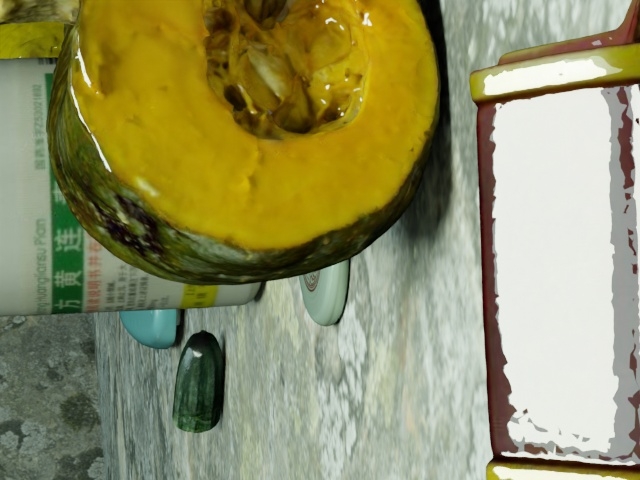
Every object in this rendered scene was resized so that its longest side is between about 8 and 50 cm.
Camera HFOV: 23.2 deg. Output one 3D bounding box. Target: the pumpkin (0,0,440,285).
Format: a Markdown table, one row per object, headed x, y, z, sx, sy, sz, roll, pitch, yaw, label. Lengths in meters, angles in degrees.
| x | y | z | sx | sy | sz | roll | pitch | yaw | label |
| --- | --- | --- | --- | --- | --- | --- | --- | --- | --- |
| -0.062 | -0.136 | 0.768 | 0.139 | 0.221 | 0.317 | 157 | 111 | -78 | pumpkin |

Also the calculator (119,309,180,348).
| x | y | z | sx | sy | sz | roll | pitch | yaw | label |
| --- | --- | --- | --- | --- | --- | --- | --- | --- | --- |
| -0.213 | 0.007 | 1.938 | 0.386 | 0.054 | 0.256 | -178 | 86 | -75 | calculator |

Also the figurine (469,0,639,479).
| x | y | z | sx | sy | sz | roll | pitch | yaw | label |
| --- | --- | --- | --- | --- | --- | --- | --- | --- | --- |
| 0.096 | -0.004 | 0.405 | 0.098 | 0.082 | 0.154 | 179 | 90 | -65 | figurine |

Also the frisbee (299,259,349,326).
| x | y | z | sx | sy | sz | roll | pitch | yaw | label |
| --- | --- | --- | --- | --- | --- | --- | --- | --- | --- |
| 0.000 | 0.000 | 0.993 | 0.110 | 0.014 | 0.110 | 179 | 90 | -78 | frisbee |

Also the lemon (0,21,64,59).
| x | y | z | sx | sy | sz | roll | pitch | yaw | label |
| --- | --- | --- | --- | --- | --- | --- | --- | --- | --- |
| -0.267 | -0.146 | 1.702 | 0.320 | 0.245 | 0.245 | -146 | 55 | -68 | lemon |

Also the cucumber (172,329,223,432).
| x | y | z | sx | sy | sz | roll | pitch | yaw | label |
| --- | --- | --- | --- | --- | --- | --- | --- | --- | --- |
| -0.114 | 0.132 | 1.493 | 0.048 | 0.048 | 0.105 | -107 | 21 | -52 | cucumber |

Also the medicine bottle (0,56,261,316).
| x | y | z | sx | sy | sz | roll | pitch | yaw | label |
| --- | --- | --- | --- | --- | --- | --- | --- | --- | --- |
| -0.221 | -0.043 | 1.256 | 0.208 | 0.339 | 0.208 | 177 | 90 | -78 | medicine bottle |
